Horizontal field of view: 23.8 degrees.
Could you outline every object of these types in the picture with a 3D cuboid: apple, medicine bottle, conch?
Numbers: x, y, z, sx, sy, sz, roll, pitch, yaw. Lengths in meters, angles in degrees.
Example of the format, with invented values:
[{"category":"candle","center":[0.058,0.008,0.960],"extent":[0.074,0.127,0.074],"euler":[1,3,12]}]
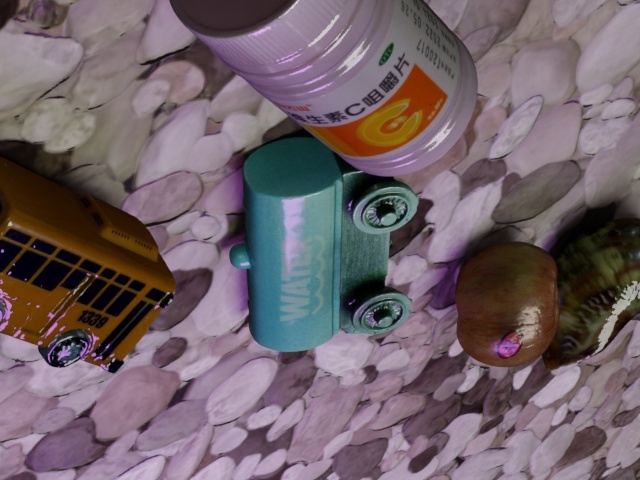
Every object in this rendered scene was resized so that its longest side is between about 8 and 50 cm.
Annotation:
[{"category":"apple","center":[0.186,0.062,1.518],"extent":[0.102,0.126,0.126],"euler":[2,147,14]},{"category":"medicine bottle","center":[0.008,-0.148,1.085],"extent":[0.133,0.133,0.249],"euler":[-44,146,6]},{"category":"conch","center":[0.313,0.047,1.623],"extent":[0.181,0.124,0.187],"euler":[-12,162,-49]}]

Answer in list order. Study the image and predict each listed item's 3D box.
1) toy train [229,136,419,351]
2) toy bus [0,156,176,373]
[{"category":"toy train","center":[0.000,0.000,1.295],"extent":[0.159,0.101,0.248],"euler":[-12,139,-12]},{"category":"toy bus","center":[-0.201,0.015,1.102],"extent":[0.114,0.098,0.201],"euler":[-47,144,11]}]
